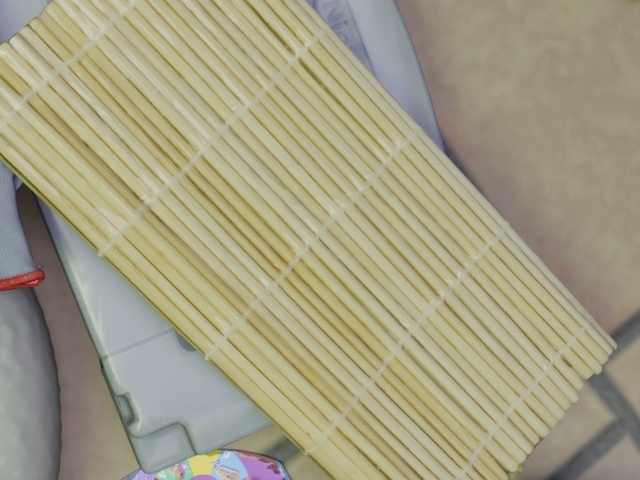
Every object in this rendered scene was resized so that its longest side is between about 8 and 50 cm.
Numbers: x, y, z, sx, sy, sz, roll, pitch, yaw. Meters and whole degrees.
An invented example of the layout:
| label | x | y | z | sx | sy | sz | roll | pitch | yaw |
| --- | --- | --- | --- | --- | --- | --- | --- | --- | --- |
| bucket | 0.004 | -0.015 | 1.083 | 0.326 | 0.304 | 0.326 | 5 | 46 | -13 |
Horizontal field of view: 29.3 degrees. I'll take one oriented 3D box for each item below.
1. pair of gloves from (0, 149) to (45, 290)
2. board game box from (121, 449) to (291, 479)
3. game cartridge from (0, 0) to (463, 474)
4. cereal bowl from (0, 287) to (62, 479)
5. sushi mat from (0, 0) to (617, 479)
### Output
| label | x | y | z | sx | sy | sz | roll | pitch | yaw |
| --- | --- | --- | --- | --- | --- | --- | --- | --- | --- |
| pair of gloves | -0.188 | -0.044 | 0.477 | 0.198 | 0.023 | 0.159 | -8 | 74 | -37 |
| board game box | -0.049 | 0.188 | 0.600 | 0.133 | 0.033 | 0.168 | -30 | 96 | -11 |
| game cartridge | -0.049 | -0.060 | 0.595 | 0.198 | 0.062 | 0.297 | -22 | 94 | -16 |
| cereal bowl | -0.273 | 0.087 | 0.497 | 0.339 | 0.141 | 0.339 | 0 | 89 | -14 |
| sushi mat | 0.000 | 0.000 | 0.554 | 0.316 | 0.019 | 0.151 | 46 | 70 | -17 |
